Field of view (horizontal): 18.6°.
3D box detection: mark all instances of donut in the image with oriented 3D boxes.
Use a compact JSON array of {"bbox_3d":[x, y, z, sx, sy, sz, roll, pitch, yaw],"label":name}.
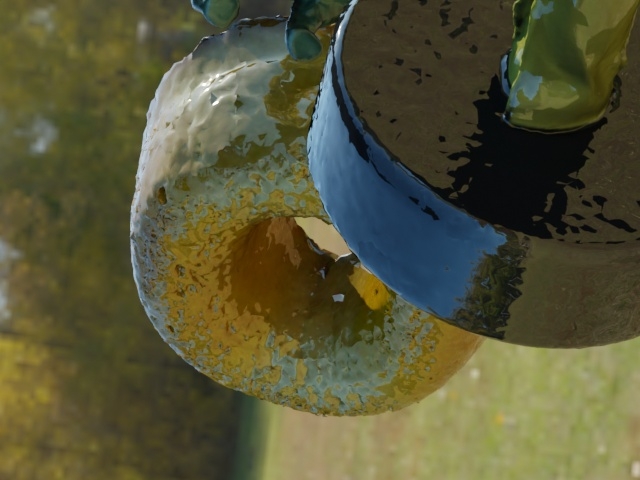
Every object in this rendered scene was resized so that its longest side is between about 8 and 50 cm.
[{"bbox_3d":[0.000,0.002,1.214,0.277,0.278,0.108,101,-174,-47],"label":"donut"}]

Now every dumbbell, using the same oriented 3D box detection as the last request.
[{"bbox_3d":[0.118,-0.126,0.795,0.322,0.204,0.203,105,172,-47],"label":"dumbbell"}]

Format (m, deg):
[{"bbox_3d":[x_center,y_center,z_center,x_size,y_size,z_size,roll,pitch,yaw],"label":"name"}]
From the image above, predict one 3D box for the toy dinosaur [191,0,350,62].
[{"bbox_3d":[-0.046,-0.155,1.024,0.120,0.292,0.079,51,130,48],"label":"toy dinosaur"}]
